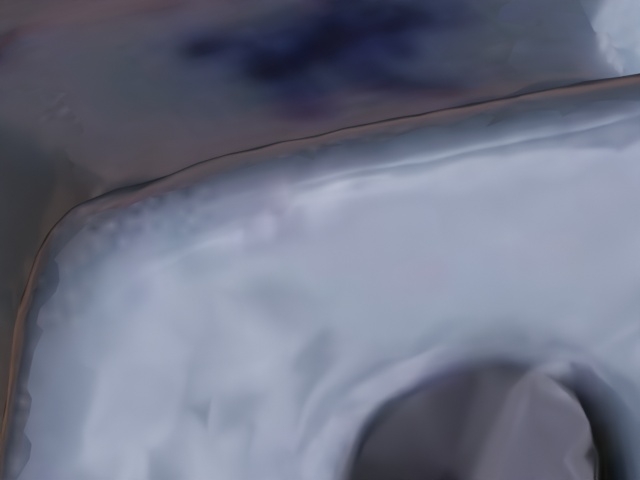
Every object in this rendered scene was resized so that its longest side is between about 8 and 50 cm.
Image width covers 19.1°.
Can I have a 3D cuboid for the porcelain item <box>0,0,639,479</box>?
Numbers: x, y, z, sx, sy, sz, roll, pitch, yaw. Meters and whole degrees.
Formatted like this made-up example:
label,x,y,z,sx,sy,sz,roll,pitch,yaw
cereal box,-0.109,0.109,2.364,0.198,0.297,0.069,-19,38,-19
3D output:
label,x,y,z,sx,sy,sz,roll,pitch,yaw
porcelain item,0.000,0.000,0.546,0.405,0.242,0.178,-121,-160,-74
